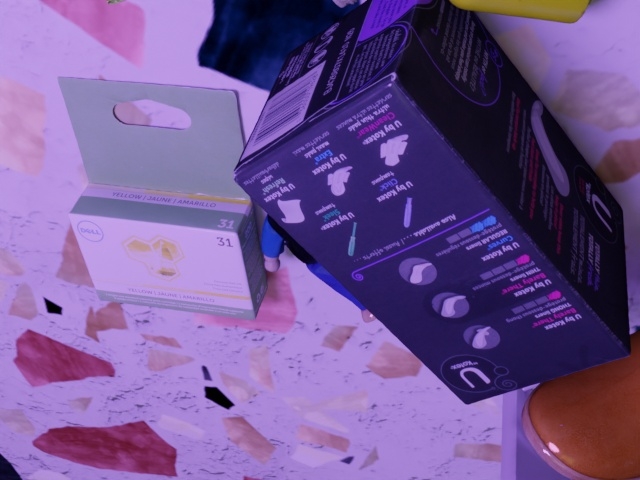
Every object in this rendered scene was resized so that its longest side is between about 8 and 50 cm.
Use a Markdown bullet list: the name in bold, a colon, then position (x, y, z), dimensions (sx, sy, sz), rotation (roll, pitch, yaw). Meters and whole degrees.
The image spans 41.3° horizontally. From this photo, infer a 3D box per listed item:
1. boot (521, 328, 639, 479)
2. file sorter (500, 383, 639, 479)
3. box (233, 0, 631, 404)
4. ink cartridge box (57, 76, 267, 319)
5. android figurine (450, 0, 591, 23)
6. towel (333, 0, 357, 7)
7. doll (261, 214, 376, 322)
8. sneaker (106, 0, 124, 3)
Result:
- **boot**: position (0.297, 0.065, 0.620), dimensions (0.295, 0.104, 0.211), rotation (-8, 143, -36)
- **file sorter**: position (0.325, 0.256, 0.809), dimensions (0.173, 0.192, 0.278), rotation (-32, 117, 34)
- **box**: position (0.094, -0.033, 0.620), dimensions (0.143, 0.165, 0.270), rotation (-27, 119, 36)
- **ink cartridge box**: position (-0.147, -0.031, 0.781), dimensions (0.171, 0.056, 0.235), rotation (7, 136, 13)
- **android figurine**: position (0.142, -0.189, 0.447), dimensions (0.273, 0.056, 0.248), rotation (3, 170, -15)
- **towel**: position (0.025, -0.229, 0.553), dimensions (0.110, 0.027, 0.148), rotation (35, 133, -17)
- **doll**: position (0.000, 0.000, 0.767), dimensions (0.129, 0.046, 0.189), rotation (-26, 121, 34)
- **sneaker**: position (-0.118, -0.257, 0.555), dimensions (0.097, 0.084, 0.234), rotation (11, 141, -27)
